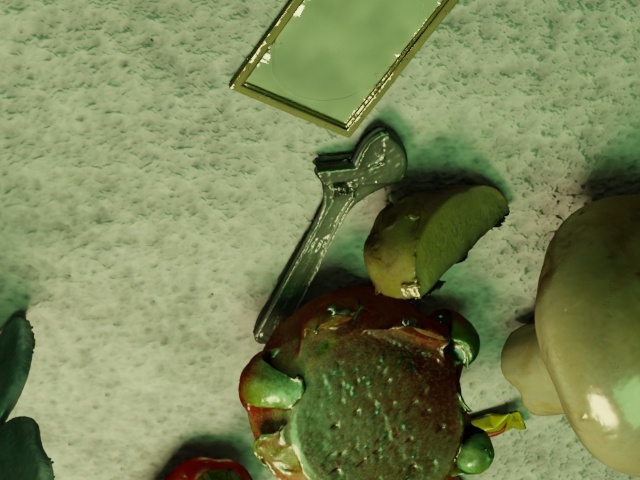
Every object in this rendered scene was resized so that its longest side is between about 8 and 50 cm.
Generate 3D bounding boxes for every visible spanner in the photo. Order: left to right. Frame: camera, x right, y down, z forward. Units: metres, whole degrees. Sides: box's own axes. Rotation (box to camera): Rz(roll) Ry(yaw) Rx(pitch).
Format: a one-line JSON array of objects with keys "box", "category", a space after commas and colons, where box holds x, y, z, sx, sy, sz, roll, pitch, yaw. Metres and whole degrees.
[{"box": [0.000, 0.000, 1.756, 0.093, 0.026, 0.325, 11, 133, -20], "category": "spanner"}]

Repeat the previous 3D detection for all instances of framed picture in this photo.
[{"box": [0.024, -0.188, 1.584, 0.136, 0.010, 0.201, 21, 127, -25], "category": "framed picture"}]

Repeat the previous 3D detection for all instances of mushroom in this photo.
[{"box": [0.299, 0.099, 1.765, 0.292, 0.293, 0.290, 31, 152, -32], "category": "mushroom"}]

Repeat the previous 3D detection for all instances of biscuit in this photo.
[{"box": [0.095, 0.243, 2.006, 0.292, 0.026, 0.048, -16, 154, 8], "category": "biscuit"}]

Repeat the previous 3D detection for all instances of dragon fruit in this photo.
[{"box": [0.048, 0.174, 1.823, 0.295, 0.130, 0.268, 32, 88, -24], "category": "dragon fruit"}]

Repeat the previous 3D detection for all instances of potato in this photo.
[{"box": [0.101, -0.022, 1.710, 0.100, 0.172, 0.089, 7, 127, 44], "category": "potato"}]

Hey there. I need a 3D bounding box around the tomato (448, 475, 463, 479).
[{"box": [0.100, 0.360, 2.069, 0.173, 0.099, 0.189, 25, 125, -26], "category": "tomato"}]

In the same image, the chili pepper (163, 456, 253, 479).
[{"box": [-0.133, 0.318, 1.972, 0.134, 0.131, 0.338, 29, 132, -1], "category": "chili pepper"}]

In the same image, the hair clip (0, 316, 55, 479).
[{"box": [-0.436, 0.239, 1.724, 0.238, 0.318, 0.392, 15, 132, -20], "category": "hair clip"}]
